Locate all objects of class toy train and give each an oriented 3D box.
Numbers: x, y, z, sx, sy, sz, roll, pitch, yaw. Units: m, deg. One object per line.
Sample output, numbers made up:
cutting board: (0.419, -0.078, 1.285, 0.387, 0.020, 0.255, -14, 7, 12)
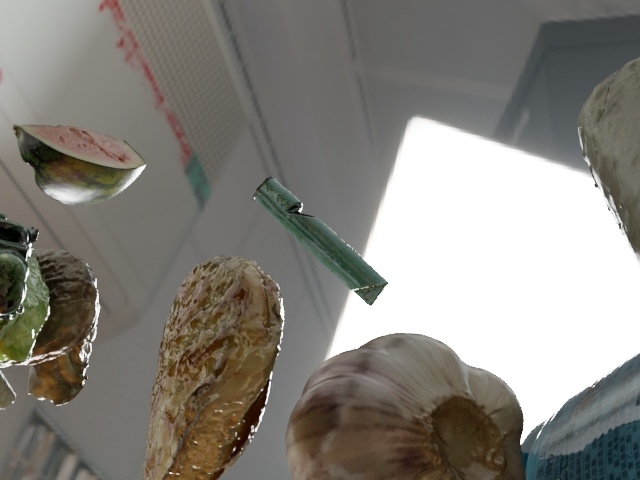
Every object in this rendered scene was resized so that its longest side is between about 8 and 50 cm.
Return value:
toy train: (-0.359, 0.020, 0.968, 0.154, 0.269, 0.115, 18, -100, -39)

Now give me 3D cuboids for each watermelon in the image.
watermelon: (-0.242, -0.068, 1.121, 0.163, 0.087, 0.069, 3, -60, -58)

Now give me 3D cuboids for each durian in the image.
durian: (-0.395, 0.067, 1.307, 0.139, 0.250, 0.101, -25, -59, -17)

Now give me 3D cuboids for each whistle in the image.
whistle: (0.000, 0.000, 1.224, 0.039, 0.186, 0.039, -40, -20, -18)

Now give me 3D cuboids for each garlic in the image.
garlic: (0.054, 0.219, 0.953, 0.253, 0.245, 0.245, -43, 9, 43)

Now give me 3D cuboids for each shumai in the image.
shumai: (-0.358, 0.112, 1.423, 0.153, 0.210, 0.161, 52, -161, -42)

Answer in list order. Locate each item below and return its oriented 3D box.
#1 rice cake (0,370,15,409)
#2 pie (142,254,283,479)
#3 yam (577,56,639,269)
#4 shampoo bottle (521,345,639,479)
rice cake: (-0.567, 0.166, 1.723, 0.043, 0.127, 0.237, -42, -44, -18)
pie: (-0.083, 0.112, 0.835, 0.178, 0.084, 0.205, -99, 27, -58)
yam: (0.284, -0.027, 0.759, 0.304, 0.168, 0.168, -93, 2, -56)
shampoo bottle: (0.373, 0.225, 0.941, 0.331, 0.331, 0.342, -65, 2, -32)
